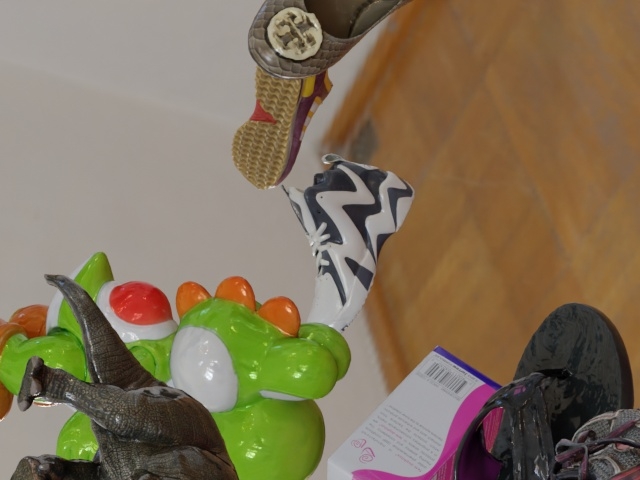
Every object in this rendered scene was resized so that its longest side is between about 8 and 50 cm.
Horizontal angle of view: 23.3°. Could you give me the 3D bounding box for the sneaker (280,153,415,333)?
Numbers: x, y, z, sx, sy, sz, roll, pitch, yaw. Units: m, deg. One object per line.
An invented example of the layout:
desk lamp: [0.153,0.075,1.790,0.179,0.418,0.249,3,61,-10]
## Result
sneaker: [0.000,0.000,1.904,0.235,0.153,0.094,-62,11,-4]

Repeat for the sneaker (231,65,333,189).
sneaker: [-0.028,-0.127,1.507,0.069,0.084,0.185,40,139,16]

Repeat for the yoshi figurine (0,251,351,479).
yoshi figurine: [-0.143,0.148,1.405,0.362,0.203,0.204,0,55,25]

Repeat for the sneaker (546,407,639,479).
sneaker: [0.222,0.185,1.178,0.299,0.112,0.121,-61,-8,-82]

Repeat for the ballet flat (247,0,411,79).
ballet flat: [0.039,-0.217,1.338,0.084,0.250,0.058,57,150,-2]

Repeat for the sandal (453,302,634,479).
sandal: [0.198,0.274,1.623,0.167,0.107,0.446,23,92,51]

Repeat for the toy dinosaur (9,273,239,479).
toy dinosaur: [-0.101,0.147,0.942,0.313,0.160,0.121,44,107,41]

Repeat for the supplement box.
supplement box: [0.116,0.252,1.877,0.111,0.220,0.114,32,144,24]
